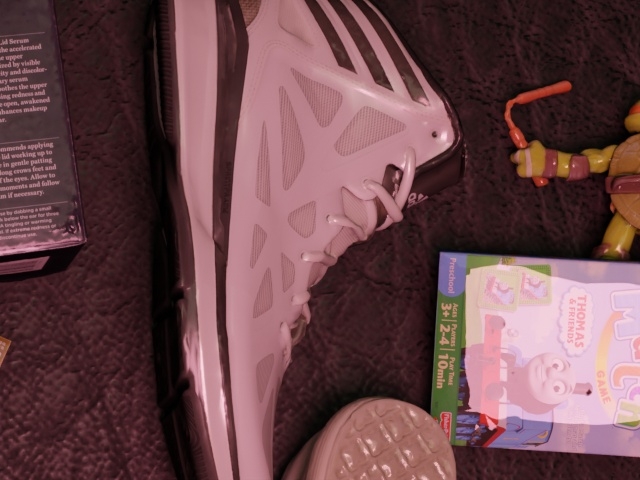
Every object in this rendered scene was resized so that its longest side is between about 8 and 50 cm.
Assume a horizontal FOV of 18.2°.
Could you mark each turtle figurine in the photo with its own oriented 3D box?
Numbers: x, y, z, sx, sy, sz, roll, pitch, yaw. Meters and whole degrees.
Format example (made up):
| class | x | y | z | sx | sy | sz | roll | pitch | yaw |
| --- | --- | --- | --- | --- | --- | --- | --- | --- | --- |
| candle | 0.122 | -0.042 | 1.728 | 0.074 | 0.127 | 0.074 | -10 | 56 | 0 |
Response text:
| class | x | y | z | sx | sy | sz | roll | pitch | yaw |
| --- | --- | --- | --- | --- | --- | --- | --- | --- | --- |
| turtle figurine | 0.288 | -0.030 | 1.689 | 0.270 | 0.087 | 0.217 | 5 | 80 | -12 |

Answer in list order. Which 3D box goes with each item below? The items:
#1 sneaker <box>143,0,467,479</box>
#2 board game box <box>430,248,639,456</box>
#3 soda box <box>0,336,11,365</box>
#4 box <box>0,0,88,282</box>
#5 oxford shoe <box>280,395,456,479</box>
| class | x | y | z | sx | sy | sz | roll | pitch | yaw |
| --- | --- | --- | --- | --- | --- | --- | --- | --- | --- |
| sneaker | 0.000 | -0.001 | 1.572 | 0.258 | 0.169 | 0.447 | 0 | 79 | -12 |
| board game box | 0.198 | 0.092 | 1.630 | 0.212 | 0.039 | 0.160 | 3 | 93 | 2 |
| soda box | -0.335 | 0.071 | 1.537 | 0.181 | 0.058 | 0.061 | 24 | 78 | -9 |
| box | -0.252 | -0.079 | 1.533 | 0.108 | 0.153 | 0.207 | -8 | 82 | -14 |
| oxford shoe | 0.002 | 0.339 | 1.520 | 0.169 | 0.130 | 0.449 | 20 | 67 | -18 |
